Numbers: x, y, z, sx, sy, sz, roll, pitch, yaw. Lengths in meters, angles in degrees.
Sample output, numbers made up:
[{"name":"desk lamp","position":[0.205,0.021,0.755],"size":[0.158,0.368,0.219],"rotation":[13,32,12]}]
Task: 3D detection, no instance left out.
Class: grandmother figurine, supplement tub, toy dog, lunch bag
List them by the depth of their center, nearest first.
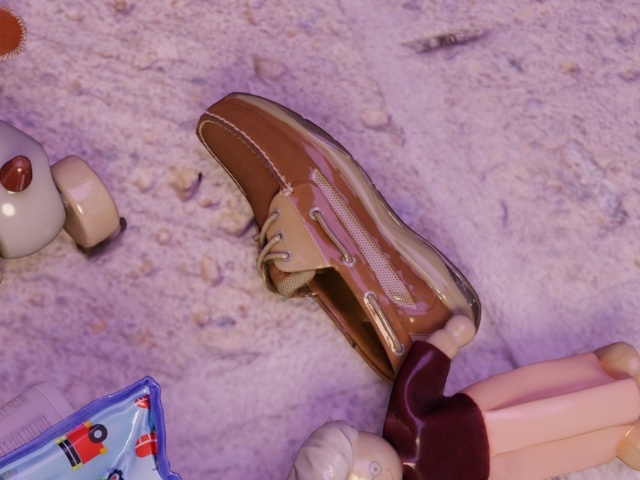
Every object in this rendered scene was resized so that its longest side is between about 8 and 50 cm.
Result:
[{"name":"lunch bag","position":[-0.242,0.233,0.802],"size":[0.293,0.221,0.138],"rotation":[-17,69,-23]},{"name":"supplement tub","position":[-0.249,0.170,0.921],"size":[0.107,0.071,0.071],"rotation":[-33,76,-27]},{"name":"grandmother figurine","position":[0.129,0.169,0.991],"size":[0.342,0.104,0.208],"rotation":[-12,82,-24]},{"name":"toy dog","position":[-0.322,-0.104,0.991],"size":[0.333,0.161,0.220],"rotation":[33,59,3]}]

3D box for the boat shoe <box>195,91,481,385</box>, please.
[{"name":"boat shoe","position":[0.000,0.000,1.052],"size":[0.324,0.122,0.120],"rotation":[43,66,9]}]
